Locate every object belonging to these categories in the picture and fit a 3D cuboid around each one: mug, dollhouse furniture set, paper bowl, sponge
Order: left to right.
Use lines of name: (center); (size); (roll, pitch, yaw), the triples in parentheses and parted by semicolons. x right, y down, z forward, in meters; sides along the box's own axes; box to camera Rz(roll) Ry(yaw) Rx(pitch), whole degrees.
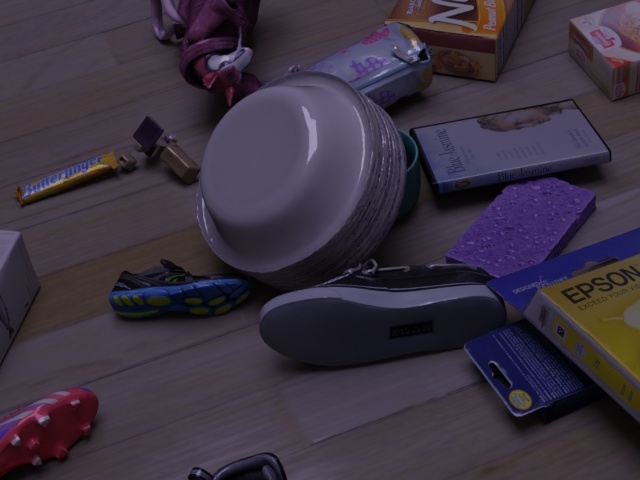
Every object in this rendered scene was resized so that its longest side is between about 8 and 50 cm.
dollhouse furniture set: (-0.226, -0.116, 1.947); (0.114, 0.091, 0.081); (43, 18, 16)
paper bowl: (-0.042, -0.087, 1.691); (0.284, 0.148, 0.284); (-16, 61, 32)
mug: (0.066, -0.090, 1.807); (0.129, 0.097, 0.158); (-30, 46, -21)
sponge: (0.270, -0.012, 1.742); (0.117, 0.031, 0.210); (23, 51, 29)

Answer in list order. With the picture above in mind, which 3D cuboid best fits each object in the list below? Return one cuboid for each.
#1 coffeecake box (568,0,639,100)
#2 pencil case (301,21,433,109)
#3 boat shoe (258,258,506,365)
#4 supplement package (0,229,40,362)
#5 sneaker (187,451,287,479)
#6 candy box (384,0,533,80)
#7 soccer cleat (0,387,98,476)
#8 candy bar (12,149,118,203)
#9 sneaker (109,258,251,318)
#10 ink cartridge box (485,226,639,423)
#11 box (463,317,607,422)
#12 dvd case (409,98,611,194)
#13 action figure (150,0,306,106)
coffeecake box: (0.494, -0.302, 1.988); (0.185, 0.068, 0.142); (-18, 45, -10)
pencil case: (0.037, -0.223, 1.942); (0.273, 0.113, 0.124); (-29, 29, -20)
boat shoe: (0.073, 0.075, 1.622); (0.306, 0.113, 0.105); (-8, 36, -4)
supplement package: (-0.456, 0.081, 1.701); (0.105, 0.105, 0.179); (4, 45, 13)
sneaker: (-0.022, 0.311, 1.352); (0.269, 0.153, 0.101); (13, 47, 22)
candy box: (0.241, -0.394, 2.111); (0.183, 0.087, 0.316); (11, 47, 20)
soccer cleat: (-0.381, 0.241, 1.542); (0.248, 0.083, 0.095); (-35, 45, -23)
candy bar: (-0.377, -0.092, 1.930); (0.161, 0.018, 0.040); (-22, 45, -7)
sneaker: (-0.185, 0.057, 1.712); (0.188, 0.067, 0.078); (-4, 49, 9)
ink cartridge box: (0.410, 0.076, 1.550); (0.304, 0.072, 0.307); (-18, 46, -28)
box: (0.300, 0.137, 1.572); (0.225, 0.036, 0.136); (-19, 44, -14)
dvd case: (0.265, -0.137, 1.857); (0.253, 0.022, 0.180); (-11, 31, -2)
action figure: (-0.169, -0.338, 2.002); (0.276, 0.248, 0.370); (-3, 40, 7)
